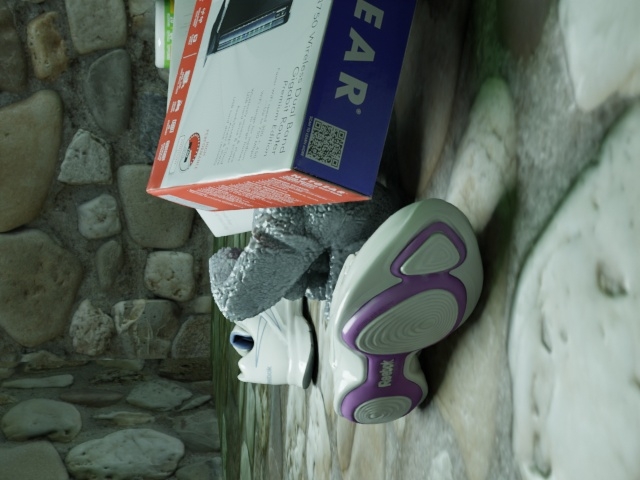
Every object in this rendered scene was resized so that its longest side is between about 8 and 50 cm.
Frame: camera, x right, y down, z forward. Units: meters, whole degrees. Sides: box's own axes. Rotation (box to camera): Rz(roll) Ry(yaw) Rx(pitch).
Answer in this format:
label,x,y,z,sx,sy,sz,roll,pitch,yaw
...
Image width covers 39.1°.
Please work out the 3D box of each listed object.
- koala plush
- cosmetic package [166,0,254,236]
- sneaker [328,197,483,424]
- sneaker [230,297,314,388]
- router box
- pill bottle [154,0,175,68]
label,x,y,z,sx,sy,sz,roll,pitch,yaw
koala plush,-0.012,-0.046,0.992,0.221,0.196,0.203,-100,26,-46
cosmetic package,-0.126,-0.225,1.396,0.217,0.156,0.385,63,-159,-52
sneaker,0.052,0.044,0.793,0.305,0.114,0.152,105,160,-54
sneaker,-0.087,0.125,1.497,0.297,0.129,0.111,-104,16,-57
router box,-0.032,-0.201,0.850,0.301,0.082,0.335,-2,73,58
pill bottle,-0.211,-0.415,1.832,0.136,0.246,0.136,180,90,-79
